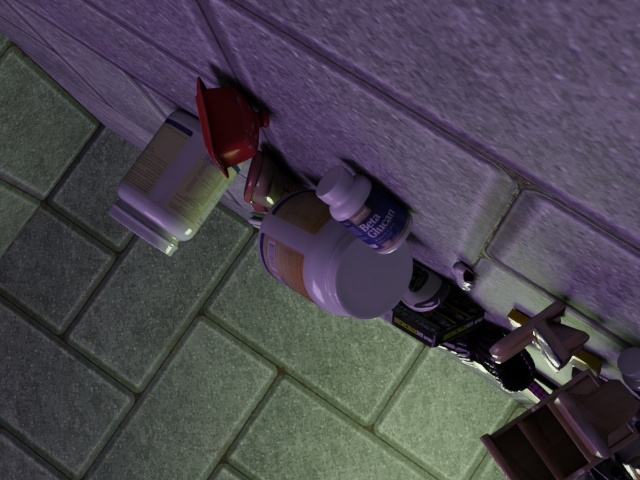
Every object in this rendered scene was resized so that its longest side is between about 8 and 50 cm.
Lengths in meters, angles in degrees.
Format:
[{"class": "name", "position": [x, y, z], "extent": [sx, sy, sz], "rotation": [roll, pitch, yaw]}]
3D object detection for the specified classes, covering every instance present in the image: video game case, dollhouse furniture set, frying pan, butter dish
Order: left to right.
[{"class": "butter dish", "position": [-0.149, -0.207, 1.461], "extent": [0.160, 0.118, 0.160], "rotation": [77, -179, -80]}, {"class": "video game case", "position": [0.656, 0.461, 2.489], "extent": [0.232, 0.042, 0.210], "rotation": [42, 179, -10]}, {"class": "dollhouse furniture set", "position": [0.426, 0.348, 1.449], "extent": [0.362, 0.256, 0.394], "rotation": [55, -176, 19]}, {"class": "frying pan", "position": [0.680, 0.380, 1.897], "extent": [0.197, 0.053, 0.326], "rotation": [30, 170, 43]}]

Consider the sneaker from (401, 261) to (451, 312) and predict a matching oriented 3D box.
[{"class": "sneaker", "position": [0.198, 0.087, 1.958], "extent": [0.271, 0.100, 0.108], "rotation": [28, 166, 49]}]

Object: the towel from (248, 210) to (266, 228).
[{"class": "towel", "position": [0.000, 0.000, 2.112], "extent": [0.247, 0.038, 0.325], "rotation": [12, 172, 39]}]

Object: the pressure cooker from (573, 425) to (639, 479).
[{"class": "pressure cooker", "position": [0.720, 0.620, 2.088], "extent": [0.369, 0.376, 0.420], "rotation": [10, 178, -10]}]

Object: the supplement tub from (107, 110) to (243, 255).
[{"class": "supplement tub", "position": [-0.377, -0.146, 2.130], "extent": [0.235, 0.325, 0.235], "rotation": [34, 174, 4]}]

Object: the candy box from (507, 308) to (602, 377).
[{"class": "candy box", "position": [0.486, 0.214, 1.702], "extent": [0.206, 0.027, 0.105], "rotation": [32, 170, 25]}]

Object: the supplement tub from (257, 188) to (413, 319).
[{"class": "supplement tub", "position": [0.028, 0.028, 1.759], "extent": [0.228, 0.228, 0.316], "rotation": [39, 173, -35]}]

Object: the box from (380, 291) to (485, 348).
[{"class": "box", "position": [0.267, 0.175, 1.986], "extent": [0.184, 0.045, 0.190], "rotation": [-18, -147, -39]}]

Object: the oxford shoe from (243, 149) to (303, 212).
[{"class": "oxford shoe", "position": [-0.098, -0.128, 1.905], "extent": [0.130, 0.123, 0.348], "rotation": [15, 176, 5]}]

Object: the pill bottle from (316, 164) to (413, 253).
[{"class": "pill bottle", "position": [0.076, -0.058, 1.457], "extent": [0.169, 0.094, 0.094], "rotation": [37, 174, -25]}]

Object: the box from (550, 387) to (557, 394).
[{"class": "box", "position": [0.760, 0.500, 2.485], "extent": [0.094, 0.027, 0.137], "rotation": [31, 173, 39]}]

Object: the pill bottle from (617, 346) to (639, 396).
[{"class": "pill bottle", "position": [0.527, 0.219, 1.317], "extent": [0.120, 0.067, 0.067], "rotation": [38, 173, -33]}]

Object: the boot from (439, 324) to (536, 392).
[{"class": "boot", "position": [0.369, 0.250, 2.106], "extent": [0.348, 0.131, 0.260], "rotation": [25, -175, -22]}]

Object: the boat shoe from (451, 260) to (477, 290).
[{"class": "boat shoe", "position": [0.294, 0.076, 1.633], "extent": [0.035, 0.035, 0.100], "rotation": [33, 168, 40]}]
